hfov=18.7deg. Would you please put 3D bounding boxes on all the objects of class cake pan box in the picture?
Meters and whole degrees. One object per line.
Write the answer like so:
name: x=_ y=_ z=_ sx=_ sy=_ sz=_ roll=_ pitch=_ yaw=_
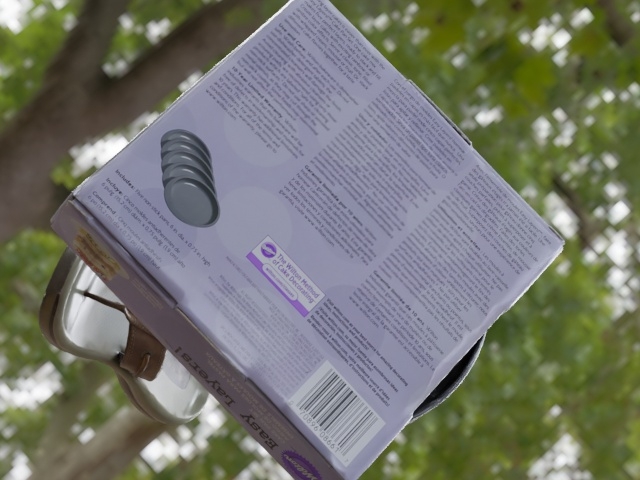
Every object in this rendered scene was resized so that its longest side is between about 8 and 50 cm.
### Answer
cake pan box: x=0.000 y=0.000 z=1.275 sx=0.267 sy=0.246 sz=0.070 roll=45 pitch=-27 yaw=-3

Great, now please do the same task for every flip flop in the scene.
flip flop: x=-0.137 y=0.073 z=1.550 sx=0.080 sy=0.112 sz=0.277 roll=15 pitch=-24 yaw=29
